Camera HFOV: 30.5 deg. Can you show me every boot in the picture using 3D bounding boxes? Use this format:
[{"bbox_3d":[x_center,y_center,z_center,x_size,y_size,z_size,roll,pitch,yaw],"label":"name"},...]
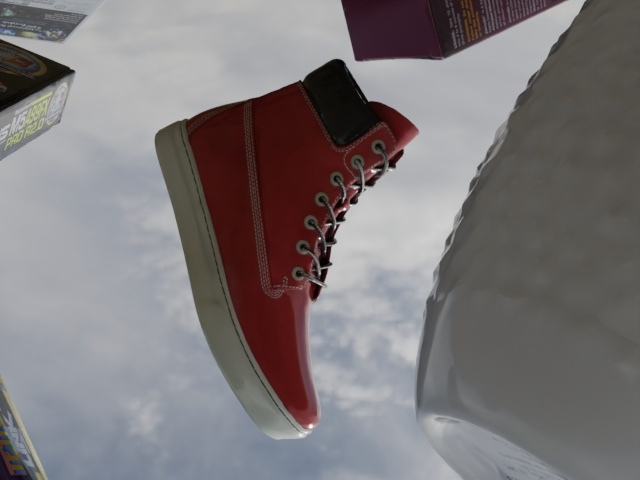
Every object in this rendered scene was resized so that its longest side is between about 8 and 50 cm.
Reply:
[{"bbox_3d":[0.000,0.000,0.801,0.176,0.244,0.088,-21,163,9],"label":"boot"}]

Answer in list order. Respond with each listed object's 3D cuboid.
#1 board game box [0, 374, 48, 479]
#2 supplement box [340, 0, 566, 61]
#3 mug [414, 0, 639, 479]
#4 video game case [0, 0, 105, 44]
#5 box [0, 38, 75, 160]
[{"bbox_3d":[-0.237,0.135,0.667,0.141,0.170,0.048,-34,160,8],"label":"board game box"},{"bbox_3d":[0.118,-0.216,0.979,0.188,0.081,0.104,-29,-156,-35],"label":"supplement box"},{"bbox_3d":[0.240,0.021,0.576,0.374,0.276,0.328,22,-113,47],"label":"mug"},{"bbox_3d":[-0.394,-0.316,1.554,0.190,0.022,0.173,2,162,-36],"label":"video game case"},{"bbox_3d":[-0.377,-0.152,1.009,0.270,0.060,0.216,23,-159,2],"label":"box"}]
